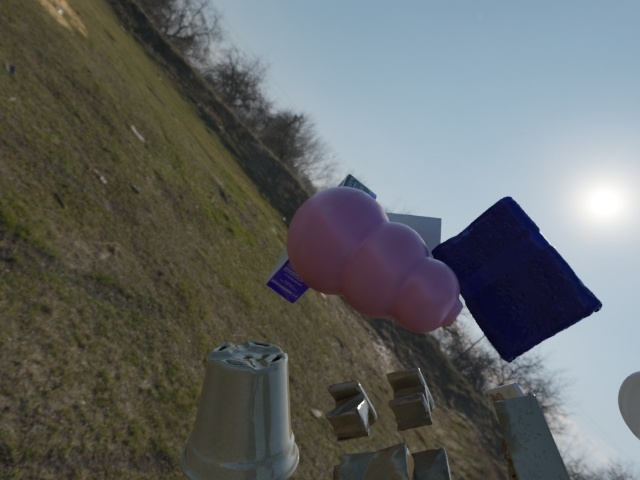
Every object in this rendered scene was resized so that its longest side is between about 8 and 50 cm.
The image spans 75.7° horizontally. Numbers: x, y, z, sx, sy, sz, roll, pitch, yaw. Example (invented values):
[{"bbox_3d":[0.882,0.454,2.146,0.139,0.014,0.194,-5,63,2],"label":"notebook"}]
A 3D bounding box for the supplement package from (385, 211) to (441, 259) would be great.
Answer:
[{"bbox_3d":[0.219,0.066,1.216,0.198,0.199,0.263,154,-59,-79],"label":"supplement package"}]

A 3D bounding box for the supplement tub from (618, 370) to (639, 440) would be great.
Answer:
[{"bbox_3d":[0.963,0.431,1.052,0.315,0.194,0.193,6,12,-13],"label":"supplement tub"}]

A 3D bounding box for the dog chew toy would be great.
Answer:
[{"bbox_3d":[0.099,0.042,0.745,0.331,0.207,0.207,33,-8,23],"label":"dog chew toy"}]

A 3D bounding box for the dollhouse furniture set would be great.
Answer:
[{"bbox_3d":[0.217,0.448,0.725,0.362,0.393,0.257,-82,149,-57],"label":"dollhouse furniture set"}]

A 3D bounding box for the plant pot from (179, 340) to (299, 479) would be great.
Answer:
[{"bbox_3d":[-0.214,0.463,1.167,0.334,0.332,0.306,-135,-131,-84],"label":"plant pot"}]

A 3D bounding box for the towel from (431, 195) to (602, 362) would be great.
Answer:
[{"bbox_3d":[0.417,0.081,0.913,0.076,0.227,0.309,23,34,-49],"label":"towel"}]

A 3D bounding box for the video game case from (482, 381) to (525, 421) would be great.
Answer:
[{"bbox_3d":[0.535,0.481,1.138,0.157,0.019,0.143,65,-25,21],"label":"video game case"}]

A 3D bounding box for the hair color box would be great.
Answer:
[{"bbox_3d":[0.000,0.000,1.118,0.110,0.339,0.185,35,35,-9],"label":"hair color box"}]
